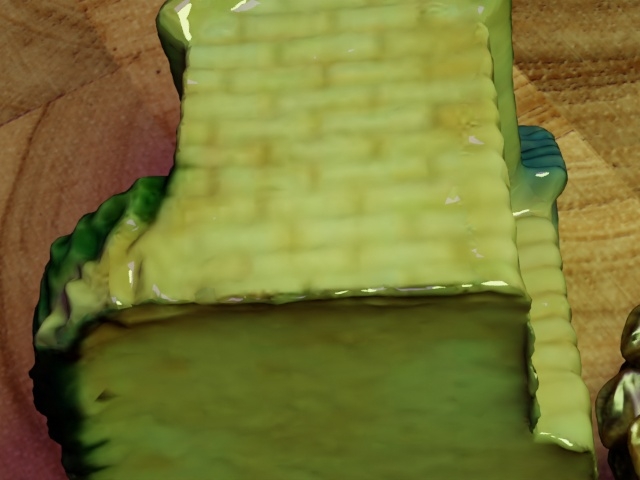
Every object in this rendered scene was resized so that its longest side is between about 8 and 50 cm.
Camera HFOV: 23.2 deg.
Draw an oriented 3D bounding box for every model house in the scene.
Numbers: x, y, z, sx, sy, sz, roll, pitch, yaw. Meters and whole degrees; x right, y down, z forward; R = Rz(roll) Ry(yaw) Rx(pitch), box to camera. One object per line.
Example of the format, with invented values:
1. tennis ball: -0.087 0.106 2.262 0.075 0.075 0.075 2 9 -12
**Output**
1. model house: 0.000 0.000 1.179 0.395 0.445 0.400 -3 56 9

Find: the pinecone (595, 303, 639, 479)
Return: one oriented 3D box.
1. pinecone: 0.333 0.138 1.127 0.242 0.296 0.298 10 89 28
